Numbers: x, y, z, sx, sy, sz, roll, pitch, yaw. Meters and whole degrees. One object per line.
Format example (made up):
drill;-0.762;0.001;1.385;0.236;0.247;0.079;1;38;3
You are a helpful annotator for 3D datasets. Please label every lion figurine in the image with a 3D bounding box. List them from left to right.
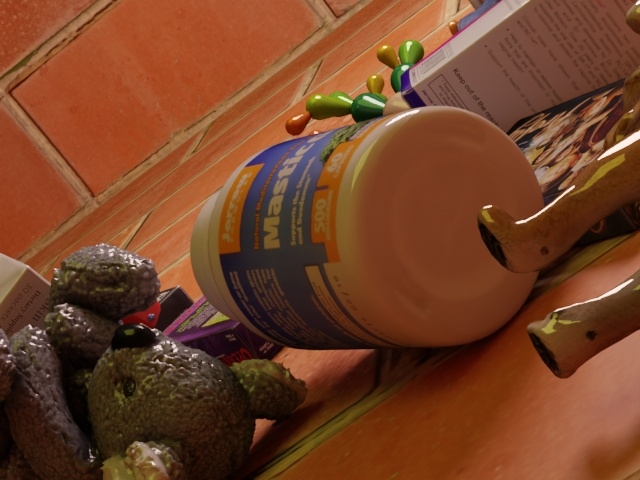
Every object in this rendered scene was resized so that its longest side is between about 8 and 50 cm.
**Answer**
lion figurine;0.215;-0.018;0.702;0.240;0.142;0.392;-32;24;-5

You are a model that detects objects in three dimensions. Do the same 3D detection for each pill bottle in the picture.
pill bottle;0.016;-0.001;1.097;0.152;0.152;0.272;-44;17;-26

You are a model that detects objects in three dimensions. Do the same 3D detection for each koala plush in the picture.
koala plush;-0.130;0.125;1.150;0.221;0.203;0.196;2;24;42

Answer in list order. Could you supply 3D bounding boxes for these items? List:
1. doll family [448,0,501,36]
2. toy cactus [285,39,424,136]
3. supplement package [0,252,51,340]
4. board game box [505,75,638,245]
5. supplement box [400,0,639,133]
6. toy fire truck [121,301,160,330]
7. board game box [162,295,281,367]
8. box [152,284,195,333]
doll family;0.218;-0.265;1.670;0.163;0.118;0.263;-31;13;34
toy cactus;0.067;-0.127;1.723;0.219;0.112;0.180;-41;29;-26
supplement package;-0.294;0.153;1.333;0.262;0.145;0.204;-54;25;-10
board game box;0.175;-0.050;1.125;0.165;0.042;0.243;-45;12;-29
supplement box;0.186;-0.153;1.333;0.220;0.114;0.111;-38;10;11
toy fire truck;-0.181;0.114;1.438;0.135;0.047;0.192;-30;35;50
board game box;0.000;0.000;1.492;0.347;0.056;0.208;-44;16;-28
box;-0.255;0.165;1.602;0.270;0.060;0.216;-45;13;-30
